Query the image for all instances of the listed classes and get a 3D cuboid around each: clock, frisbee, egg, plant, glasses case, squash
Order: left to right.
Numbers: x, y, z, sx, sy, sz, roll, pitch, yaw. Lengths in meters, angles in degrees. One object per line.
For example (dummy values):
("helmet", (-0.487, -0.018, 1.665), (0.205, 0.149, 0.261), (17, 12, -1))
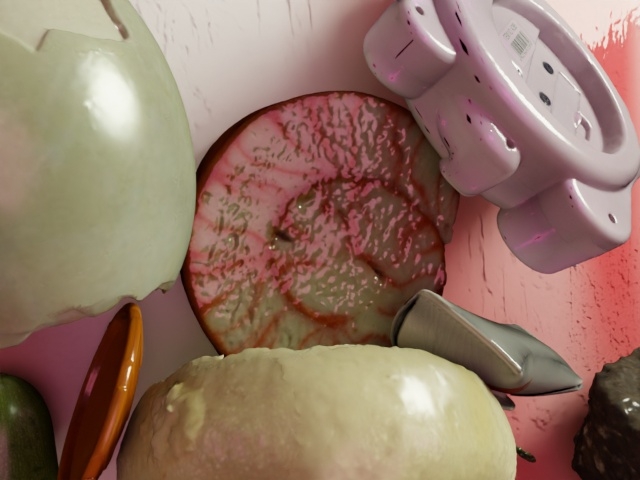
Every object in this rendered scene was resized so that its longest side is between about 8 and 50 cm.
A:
("egg", (-0.248, -0.083, 0.437), (0.279, 0.278, 0.335), (-18, 99, -15))
("squash", (-0.303, 0.318, 0.559), (0.102, 0.101, 0.378), (-6, 99, -17))
("frisbee", (-0.199, 0.154, 0.524), (0.035, 0.192, 0.192), (22, 89, -24))
("glasses case", (0.192, 0.133, 0.608), (0.308, 0.128, 0.083), (22, 98, -51))
("clock", (0.204, -0.157, 0.596), (0.322, 0.113, 0.295), (40, 48, -13))
("plant", (0.470, 0.317, 0.745), (0.215, 0.213, 0.312), (-13, 110, -18))

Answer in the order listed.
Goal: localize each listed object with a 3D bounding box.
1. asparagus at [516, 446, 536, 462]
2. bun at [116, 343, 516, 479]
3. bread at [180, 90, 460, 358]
("asparagus", (0.249, 0.273, 0.770), (0.163, 0.016, 0.016), (38, 65, -17))
("bun", (-0.002, 0.247, 0.507), (0.365, 0.202, 0.364), (-3, 140, -2))
("bread", (-0.004, 0.002, 0.609), (0.295, 0.114, 0.327), (15, 93, -19))
